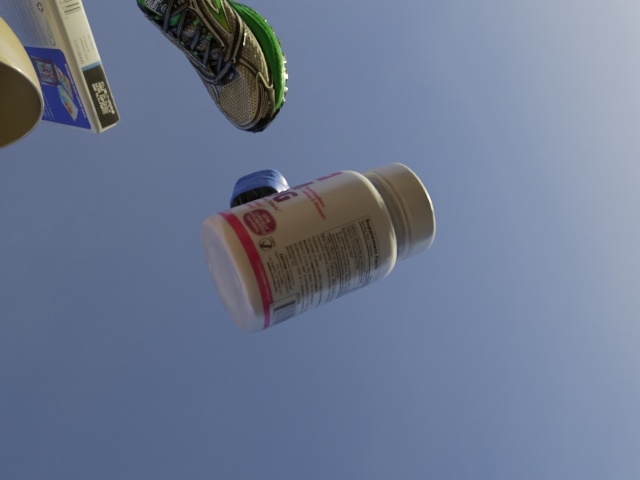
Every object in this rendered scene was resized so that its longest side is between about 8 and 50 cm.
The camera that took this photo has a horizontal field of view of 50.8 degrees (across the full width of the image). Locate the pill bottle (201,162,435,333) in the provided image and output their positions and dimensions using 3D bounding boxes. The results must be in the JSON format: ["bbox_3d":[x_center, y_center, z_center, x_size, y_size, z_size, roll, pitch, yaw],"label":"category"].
[{"bbox_3d":[0.000,0.000,0.900,0.283,0.160,0.160,-21,-89,-22],"label":"pill bottle"}]

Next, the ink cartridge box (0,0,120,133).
[{"bbox_3d":[-0.510,-0.353,1.188,0.072,0.307,0.303,-39,-49,-37],"label":"ink cartridge box"}]

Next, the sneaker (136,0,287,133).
[{"bbox_3d":[-0.173,-0.292,0.912,0.343,0.134,0.146,58,-146,-2],"label":"sneaker"}]

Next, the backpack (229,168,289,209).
[{"bbox_3d":[-0.085,-0.051,1.047,0.120,0.098,0.101,58,-162,-35],"label":"backpack"}]

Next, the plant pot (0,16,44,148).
[{"bbox_3d":[-0.573,-0.275,1.000,0.284,0.284,0.190,-5,-112,-26],"label":"plant pot"}]
